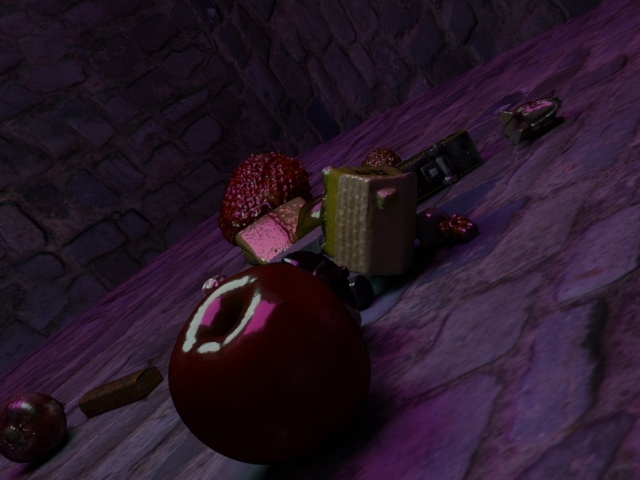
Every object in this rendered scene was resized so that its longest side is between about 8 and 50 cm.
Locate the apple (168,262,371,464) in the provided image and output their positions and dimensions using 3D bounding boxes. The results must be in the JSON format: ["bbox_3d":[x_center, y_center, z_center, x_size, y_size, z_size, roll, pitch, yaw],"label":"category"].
[{"bbox_3d":[-0.060,0.159,1.073,0.260,0.216,0.260,-35,27,21],"label":"apple"}]

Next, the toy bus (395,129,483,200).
[{"bbox_3d":[0.233,-0.155,2.004,0.302,0.113,0.139,-30,11,-1],"label":"toy bus"}]

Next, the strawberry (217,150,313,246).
[{"bbox_3d":[-0.168,-0.120,2.586,0.292,0.292,0.343,-27,23,24],"label":"strawberry"}]

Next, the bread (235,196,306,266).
[{"bbox_3d":[-0.102,0.007,2.413,0.240,0.135,0.178,-34,45,-11],"label":"bread"}]

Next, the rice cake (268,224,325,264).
[{"bbox_3d":[0.001,-0.001,2.104,0.298,0.050,0.106,-34,12,-10],"label":"rice cake"}]

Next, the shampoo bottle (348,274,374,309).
[{"bbox_3d":[0.003,0.122,1.547,0.208,0.057,0.063,-24,14,34],"label":"shampoo bottle"}]

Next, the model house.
[{"bbox_3d":[0.091,-0.039,1.543,0.175,0.193,0.234,2,10,-4],"label":"model house"}]

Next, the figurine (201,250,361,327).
[{"bbox_3d":[-0.069,0.138,1.344,0.370,0.281,0.167,-41,41,51],"label":"figurine"}]

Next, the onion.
[{"bbox_3d":[-0.628,0.403,1.833,0.159,0.159,0.195,-28,-1,19],"label":"onion"}]

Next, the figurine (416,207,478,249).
[{"bbox_3d":[0.228,-0.022,1.551,0.101,0.068,0.143,-28,24,-4],"label":"figurine"}]

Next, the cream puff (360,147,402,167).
[{"bbox_3d":[0.174,-0.217,2.430,0.126,0.103,0.144,-33,5,2],"label":"cream puff"}]

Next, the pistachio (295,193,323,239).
[{"bbox_3d":[-0.001,-0.067,2.261,0.189,0.100,0.110,-26,12,23],"label":"pistachio"}]

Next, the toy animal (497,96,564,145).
[{"bbox_3d":[0.505,-0.289,1.922,0.179,0.089,0.188,-22,-4,-44],"label":"toy animal"}]

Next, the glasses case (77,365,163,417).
[{"bbox_3d":[-0.455,0.340,1.868,0.218,0.049,0.075,-24,14,36],"label":"glasses case"}]
